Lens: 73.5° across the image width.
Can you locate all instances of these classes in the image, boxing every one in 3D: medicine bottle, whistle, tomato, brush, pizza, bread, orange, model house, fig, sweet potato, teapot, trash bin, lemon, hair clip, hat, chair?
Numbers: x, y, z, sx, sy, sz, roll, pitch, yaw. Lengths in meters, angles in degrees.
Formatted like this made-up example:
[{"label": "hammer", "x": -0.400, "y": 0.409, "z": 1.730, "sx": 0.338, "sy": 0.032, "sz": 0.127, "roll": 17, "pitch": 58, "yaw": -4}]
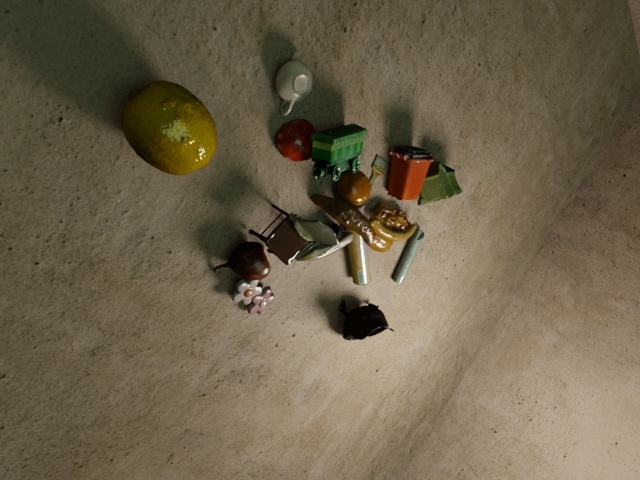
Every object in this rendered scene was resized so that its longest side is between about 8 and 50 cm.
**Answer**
[{"label": "medicine bottle", "x": 0.170, "y": 0.017, "z": 2.011, "sx": 0.108, "sy": 0.108, "sz": 0.426, "roll": -26, "pitch": 126, "yaw": -26}, {"label": "whistle", "x": 0.474, "y": 0.086, "z": 2.297, "sx": 0.062, "sy": 0.062, "sz": 0.312, "roll": 16, "pitch": 100, "yaw": -41}, {"label": "tomato", "x": -0.079, "y": -0.373, "z": 1.651, "sx": 0.174, "sy": 0.082, "sz": 0.166, "roll": -28, "pitch": 126, "yaw": -27}, {"label": "brush", "x": 0.241, "y": -0.278, "z": 1.984, "sx": 0.082, "sy": 0.010, "sz": 0.218, "roll": 21, "pitch": 97, "yaw": -41}, {"label": "pizza", "x": 0.350, "y": -0.087, "z": 2.077, "sx": 0.365, "sy": 0.074, "sz": 0.182, "roll": 12, "pitch": 76, "yaw": -42}, {"label": "bread", "x": 0.297, "y": 0.001, "z": 2.117, "sx": 0.189, "sy": 0.077, "sz": 0.114, "roll": 27, "pitch": 89, "yaw": -39}, {"label": "orange", "x": 0.142, "y": -0.228, "z": 1.859, "sx": 0.156, "sy": 0.124, "sz": 0.156, "roll": 0, "pitch": 90, "yaw": -39}, {"label": "model house", "x": 0.580, "y": -0.295, "z": 2.154, "sx": 0.214, "sy": 0.195, "sz": 0.189, "roll": -23, "pitch": 99, "yaw": -44}, {"label": "fig", "x": -0.289, "y": 0.072, "z": 1.663, "sx": 0.202, "sy": 0.148, "sz": 0.149, "roll": 19, "pitch": 69, "yaw": -18}, {"label": "sweet potato", "x": 0.114, "y": -0.104, "z": 1.821, "sx": 0.341, "sy": 0.114, "sz": 0.092, "roll": 35, "pitch": 50, "yaw": -13}, {"label": "teapot", "x": -0.095, "y": -0.562, "z": 1.550, "sx": 0.145, "sy": 0.092, "sz": 0.226, "roll": 11, "pitch": 107, "yaw": -39}, {"label": "trash bin", "x": 0.396, "y": -0.312, "z": 1.992, "sx": 0.184, "sy": 0.161, "sz": 0.239, "roll": -6, "pitch": 117, "yaw": -35}, {"label": "lemon", "x": -0.446, "y": -0.331, "z": 1.285, "sx": 0.284, "sy": 0.260, "sz": 0.260, "roll": 23, "pitch": 96, "yaw": -30}, {"label": "hair clip", "x": -0.281, "y": 0.228, "z": 1.792, "sx": 0.146, "sy": 0.075, "sz": 0.257, "roll": -50, "pitch": 136, "yaw": -13}, {"label": "hat", "x": 0.227, "y": 0.381, "z": 2.133, "sx": 0.238, "sy": 0.336, "sz": 0.209, "roll": -7, "pitch": 77, "yaw": -17}, {"label": "chair", "x": -0.107, "y": -0.010, "z": 1.635, "sx": 0.186, "sy": 0.319, "sz": 0.160, "roll": -50, "pitch": 131, "yaw": -13}]

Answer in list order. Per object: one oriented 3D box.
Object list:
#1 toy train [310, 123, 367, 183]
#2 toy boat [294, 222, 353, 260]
[{"label": "toy train", "x": 0.069, "y": -0.348, "z": 1.705, "sx": 0.301, "sy": 0.120, "sz": 0.202, "roll": -32, "pitch": 134, "yaw": -50}, {"label": "toy boat", "x": 0.006, "y": 0.004, "z": 1.859, "sx": 0.269, "sy": 0.141, "sz": 0.141, "roll": -16, "pitch": 119, "yaw": -29}]
